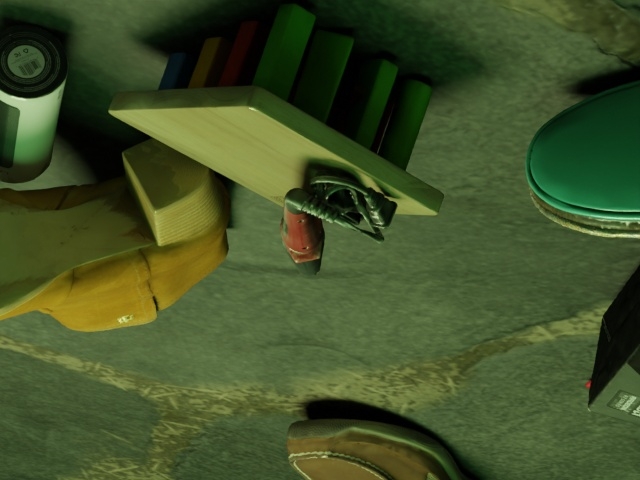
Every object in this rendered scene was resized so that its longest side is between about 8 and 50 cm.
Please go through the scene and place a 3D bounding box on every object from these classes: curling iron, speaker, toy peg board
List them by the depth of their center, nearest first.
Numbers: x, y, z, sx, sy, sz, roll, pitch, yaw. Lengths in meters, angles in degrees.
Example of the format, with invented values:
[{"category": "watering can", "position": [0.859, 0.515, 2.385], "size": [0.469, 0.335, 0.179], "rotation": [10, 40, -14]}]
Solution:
[{"category": "toy peg board", "position": [-0.019, -0.084, 1.220], "size": [0.161, 0.079, 0.160], "rotation": [29, 165, -35]}, {"category": "speaker", "position": [-0.200, -0.089, 1.281], "size": [0.055, 0.055, 0.136], "rotation": [13, 156, -7]}, {"category": "curling iron", "position": [0.000, 0.000, 1.285], "size": [0.068, 0.035, 0.274], "rotation": [20, 168, -2]}]

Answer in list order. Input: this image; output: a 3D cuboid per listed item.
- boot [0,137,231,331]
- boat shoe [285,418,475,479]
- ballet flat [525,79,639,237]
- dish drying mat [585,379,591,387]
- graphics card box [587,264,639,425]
[{"category": "boot", "position": [-0.199, 0.028, 1.363], "size": [0.295, 0.104, 0.211], "rotation": [-21, 160, -10]}, {"category": "boat shoe", "position": [0.077, 0.263, 1.858], "size": [0.123, 0.116, 0.324], "rotation": [-10, 149, 36]}, {"category": "ballet flat", "position": [0.270, -0.052, 1.127], "size": [0.316, 0.108, 0.106], "rotation": [-11, 155, 41]}, {"category": "dish drying mat", "position": [0.254, 0.112, 1.597], "size": [0.032, 0.008, 0.083], "rotation": [18, 155, -15]}, {"category": "graphics card box", "position": [0.399, 0.091, 1.358], "size": [0.371, 0.094, 0.233], "rotation": [17, 152, -3]}]
